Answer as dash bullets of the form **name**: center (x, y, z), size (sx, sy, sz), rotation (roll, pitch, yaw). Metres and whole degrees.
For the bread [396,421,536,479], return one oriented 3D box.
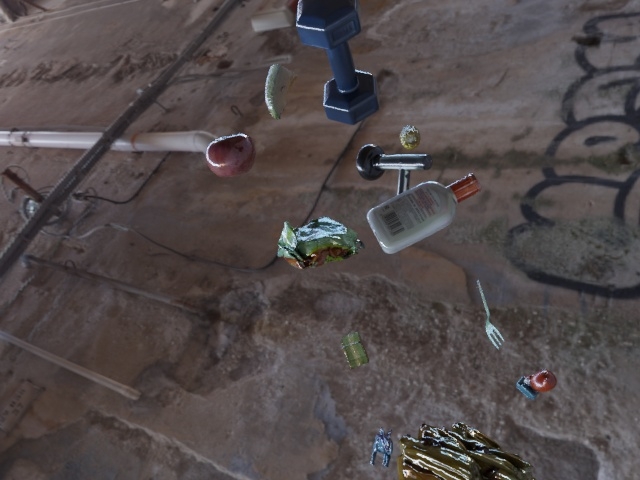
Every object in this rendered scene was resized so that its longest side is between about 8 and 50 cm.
- **bread**: center (0.356, 0.550, 1.101), size (0.191, 0.370, 0.314), rotation (-31, -56, -46)

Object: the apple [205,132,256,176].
- **apple**: center (-0.266, -0.250, 1.563), size (0.153, 0.153, 0.120), rotation (-33, -64, -49)

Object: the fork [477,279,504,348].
- **fork**: center (0.435, 0.185, 1.388), size (0.235, 0.021, 0.039), rotation (-92, 22, -52)

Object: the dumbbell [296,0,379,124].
- **dumbbell**: center (0.050, -0.437, 1.271), size (0.325, 0.144, 0.160), rotation (62, -154, -54)

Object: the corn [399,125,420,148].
- **corn**: center (0.337, -0.389, 1.977), size (0.238, 0.080, 0.080), rotation (-57, -34, -72)

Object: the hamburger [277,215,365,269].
- **hamburger**: center (-0.005, -0.004, 1.634), size (0.276, 0.260, 0.150), rotation (-30, -71, -80)

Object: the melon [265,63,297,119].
- **melon**: center (-0.156, -0.538, 1.903), size (0.098, 0.054, 0.182), rotation (22, -94, -33)

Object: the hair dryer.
- **hair dryer**: center (0.274, -0.235, 2.120), size (0.155, 0.320, 0.284), rotation (21, -89, -41)

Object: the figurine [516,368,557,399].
- **figurine**: center (0.640, 0.422, 1.553), size (0.075, 0.068, 0.140), rotation (-36, -16, -26)

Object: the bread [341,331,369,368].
- **bread**: center (0.121, 0.385, 1.864), size (0.139, 0.074, 0.084), rotation (-103, -9, -85)

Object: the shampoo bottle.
- **shampoo bottle**: center (0.205, -0.062, 1.022), size (0.108, 0.221, 0.051), rotation (65, -176, 32)

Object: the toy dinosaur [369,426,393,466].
- **toy dinosaur**: center (0.136, 0.453, 1.154), size (0.197, 0.045, 0.080), rotation (97, -175, -73)
